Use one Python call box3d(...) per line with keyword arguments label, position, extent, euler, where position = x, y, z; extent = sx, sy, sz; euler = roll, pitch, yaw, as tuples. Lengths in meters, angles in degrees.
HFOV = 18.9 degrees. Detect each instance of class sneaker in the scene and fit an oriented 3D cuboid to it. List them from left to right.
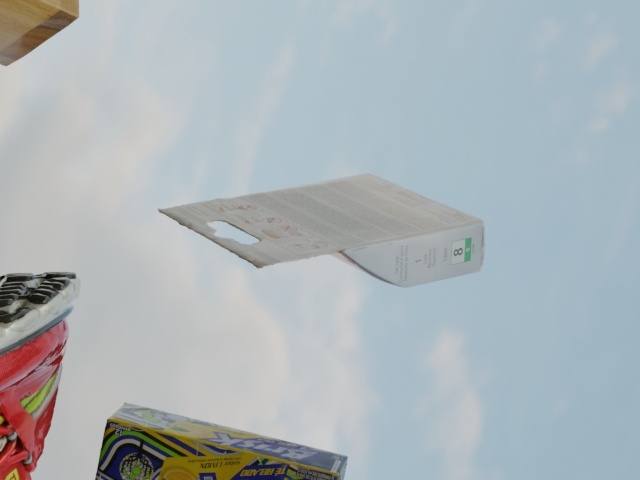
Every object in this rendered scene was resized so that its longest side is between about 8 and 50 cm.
box3d(label="sneaker", position=(-0.165, 0.078, 0.955), extent=(0.279, 0.107, 0.118), euler=(140, -56, -85))

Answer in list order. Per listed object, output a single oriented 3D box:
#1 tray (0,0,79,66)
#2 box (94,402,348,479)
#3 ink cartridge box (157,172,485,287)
box3d(label="tray", position=(-0.245, -0.319, 1.109), extent=(0.076, 0.203, 0.411), euler=(-29, -125, 36))
box3d(label="box", position=(-0.069, 0.163, 1.356), extent=(0.059, 0.169, 0.054), euler=(-45, 147, -80))
box3d(label="ink cartridge box", position=(0.000, 0.000, 1.653), extent=(0.181, 0.224, 0.056), euler=(26, -56, 53))
